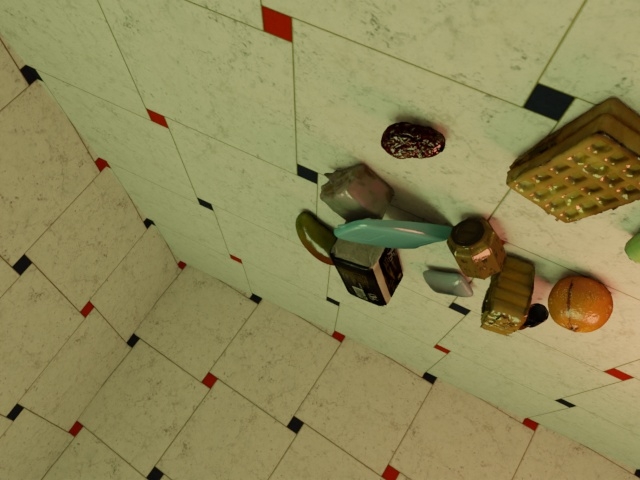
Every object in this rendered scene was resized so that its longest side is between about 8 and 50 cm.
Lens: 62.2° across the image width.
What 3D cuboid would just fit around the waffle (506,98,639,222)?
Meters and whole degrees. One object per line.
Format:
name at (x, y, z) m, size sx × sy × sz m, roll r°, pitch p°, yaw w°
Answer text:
waffle at (0.595, -0.159, 1.188) m, size 0.224 × 0.098 × 0.328 m, roll 32°, pitch 160°, yaw -6°

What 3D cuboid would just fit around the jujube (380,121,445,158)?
jujube at (0.243, -0.257, 1.391) m, size 0.166 × 0.104 × 0.104 m, roll 15°, pitch 156°, yaw 13°

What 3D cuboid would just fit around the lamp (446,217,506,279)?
lamp at (0.487, 0.026, 1.654) m, size 0.161 × 0.161 × 0.185 m, roll 10°, pitch 154°, yaw 39°

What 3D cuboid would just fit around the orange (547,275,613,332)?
orange at (0.803, 0.202, 1.649) m, size 0.193 × 0.161 × 0.193 m, roll 17°, pitch 150°, yaw 10°

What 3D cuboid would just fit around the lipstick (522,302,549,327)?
lipstick at (0.739, 0.278, 1.902) m, size 0.077 × 0.077 × 0.418 m, roll 22°, pitch 173°, yaw 15°

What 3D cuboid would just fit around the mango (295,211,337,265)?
mango at (-0.001, 0.002, 2.232) m, size 0.289 × 0.129 × 0.146 m, roll 42°, pitch 158°, yaw -10°

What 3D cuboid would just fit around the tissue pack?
tissue pack at (0.190, 0.104, 2.121) m, size 0.210 × 0.198 × 0.370 m, roll 16°, pitch 156°, yaw 23°

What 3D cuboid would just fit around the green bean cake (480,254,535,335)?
green bean cake at (0.618, 0.189, 1.757) m, size 0.131 × 0.229 × 0.224 m, roll 17°, pitch 159°, yaw 12°

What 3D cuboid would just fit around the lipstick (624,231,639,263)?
lipstick at (0.817, -0.031, 1.230) m, size 0.076 × 0.076 × 0.304 m, roll 25°, pitch 157°, yaw 10°

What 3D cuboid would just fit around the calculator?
calculator at (0.230, -0.024, 1.757) m, size 0.386 × 0.054 × 0.256 m, roll 8°, pitch 167°, yaw -24°

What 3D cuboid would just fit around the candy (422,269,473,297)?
candy at (0.495, 0.170, 2.069) m, size 0.174 × 0.071 × 0.138 m, roll 7°, pitch 150°, yaw 45°

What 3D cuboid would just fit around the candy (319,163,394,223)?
candy at (0.116, -0.146, 1.738) m, size 0.195 × 0.137 × 0.185 m, roll 37°, pitch 157°, yaw -26°
